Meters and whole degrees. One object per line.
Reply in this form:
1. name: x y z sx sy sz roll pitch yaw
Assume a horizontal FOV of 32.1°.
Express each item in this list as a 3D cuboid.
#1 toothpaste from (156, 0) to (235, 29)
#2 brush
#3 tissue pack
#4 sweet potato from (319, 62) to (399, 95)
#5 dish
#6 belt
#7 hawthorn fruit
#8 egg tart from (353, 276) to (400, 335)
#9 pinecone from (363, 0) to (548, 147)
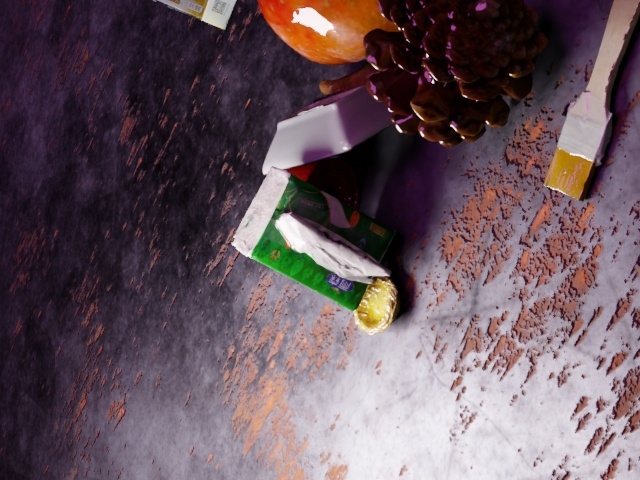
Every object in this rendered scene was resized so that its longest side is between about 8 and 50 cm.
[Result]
1. toothpaste: -0.285 -0.532 2.412 0.313 0.071 0.089 33 105 52
2. brush: 0.378 -0.220 1.478 0.085 0.020 0.336 32 110 49
3. tissue pack: -0.001 0.001 1.739 0.148 0.209 0.156 -61 24 0
4. sweet potato: 0.091 -0.275 1.854 0.255 0.058 0.078 -23 44 44
5. dish: 0.018 -0.194 1.819 0.243 0.182 0.080 -12 108 52
6. belt: -0.024 -0.043 1.890 0.124 0.128 0.200 7 79 55
7. hawthorn fruit: 0.035 -0.407 1.799 0.284 0.284 0.284 -17 69 51
8. egg tart: 0.094 0.103 1.773 0.105 0.039 0.105 -16 70 51
9. pinecone: 0.183 -0.249 1.580 0.264 0.264 0.264 -17 69 51
